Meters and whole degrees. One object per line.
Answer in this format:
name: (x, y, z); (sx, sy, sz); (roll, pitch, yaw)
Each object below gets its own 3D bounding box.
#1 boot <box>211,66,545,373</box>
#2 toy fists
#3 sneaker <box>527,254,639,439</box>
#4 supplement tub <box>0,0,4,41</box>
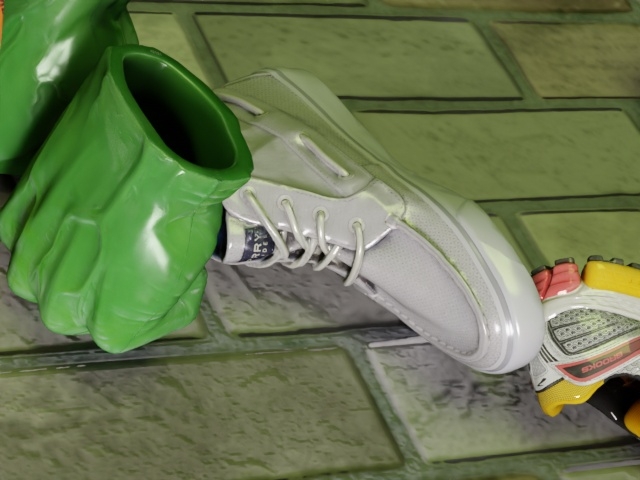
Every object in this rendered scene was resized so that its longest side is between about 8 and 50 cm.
boot: (0.000, 0.000, 1.049); (0.123, 0.095, 0.258); (-21, 47, -34)
toy fists: (-0.129, -0.063, 1.008); (0.096, 0.142, 0.279); (10, 38, -42)
sneaker: (0.211, 0.081, 1.071); (0.225, 0.088, 0.093); (12, 66, -20)
supplement tub: (-0.332, -0.106, 0.896); (0.338, 0.207, 0.207); (8, 41, -18)
